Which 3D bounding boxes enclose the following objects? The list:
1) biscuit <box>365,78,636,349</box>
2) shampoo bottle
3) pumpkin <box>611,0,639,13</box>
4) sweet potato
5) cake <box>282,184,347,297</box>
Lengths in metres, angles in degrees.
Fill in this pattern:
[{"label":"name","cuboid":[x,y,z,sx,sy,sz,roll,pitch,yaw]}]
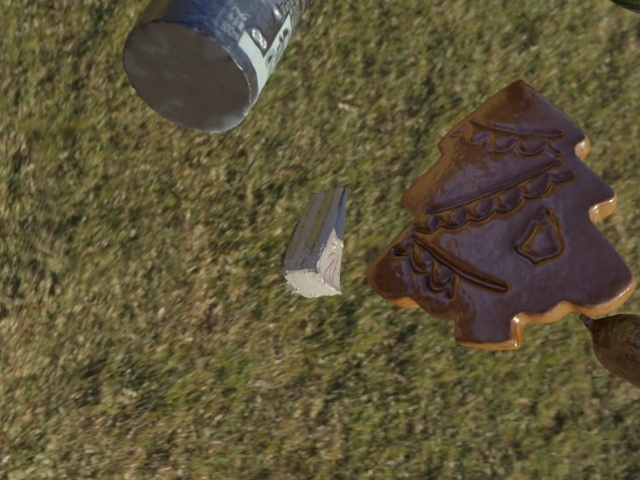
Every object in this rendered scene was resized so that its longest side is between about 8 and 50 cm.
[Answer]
[{"label":"biscuit","cuboid":[0.188,-0.035,1.080,0.043,0.284,0.306,41,53,-53]},{"label":"shampoo bottle","cuboid":[-0.014,-0.137,0.450,0.063,0.057,0.208,23,56,1]},{"label":"pumpkin","cuboid":[0.224,-0.219,0.623,0.167,0.125,0.167,-21,128,-29]},{"label":"sweet potato","cuboid":[0.285,0.091,0.810,0.068,0.226,0.068,1,88,-29]},{"label":"cake","cuboid":[0.000,0.000,1.093,0.065,0.052,0.121,52,43,-43]}]
